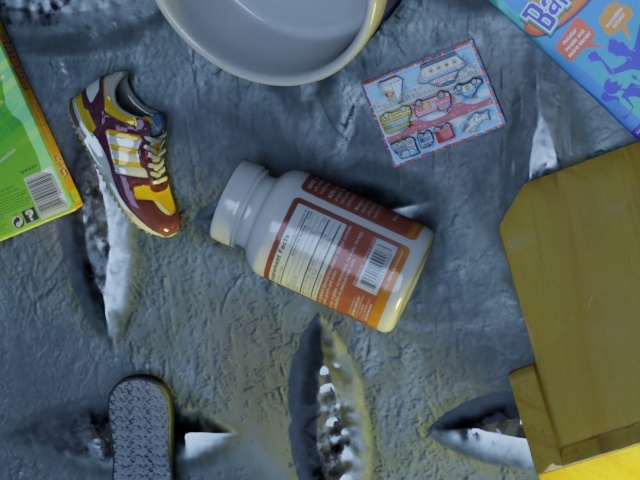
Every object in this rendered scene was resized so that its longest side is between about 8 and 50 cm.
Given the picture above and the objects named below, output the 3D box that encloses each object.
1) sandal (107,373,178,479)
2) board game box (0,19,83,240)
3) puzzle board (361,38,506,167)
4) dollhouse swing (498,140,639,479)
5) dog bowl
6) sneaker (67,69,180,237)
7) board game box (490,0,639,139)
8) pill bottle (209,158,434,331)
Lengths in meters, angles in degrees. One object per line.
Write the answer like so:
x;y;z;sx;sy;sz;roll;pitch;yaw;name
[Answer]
-0.199;0.277;1.937;0.097;0.054;0.254;7;94;3;sandal
-0.370;-0.133;1.883;0.124;0.039;0.259;-21;100;15;board game box
0.117;-0.142;1.788;0.128;0.011;0.096;-21;98;15;puzzle board
0.385;0.102;1.761;0.347;0.305;0.315;-21;139;15;dollhouse swing
-0.043;-0.292;1.690;0.265;0.104;0.265;16;128;21;dog bowl
-0.193;-0.092;1.836;0.084;0.069;0.185;-32;95;22;sneaker
0.297;-0.230;1.710;0.210;0.047;0.160;43;108;1;board game box
0.000;0.000;1.789;0.216;0.121;0.121;25;106;6;pill bottle
